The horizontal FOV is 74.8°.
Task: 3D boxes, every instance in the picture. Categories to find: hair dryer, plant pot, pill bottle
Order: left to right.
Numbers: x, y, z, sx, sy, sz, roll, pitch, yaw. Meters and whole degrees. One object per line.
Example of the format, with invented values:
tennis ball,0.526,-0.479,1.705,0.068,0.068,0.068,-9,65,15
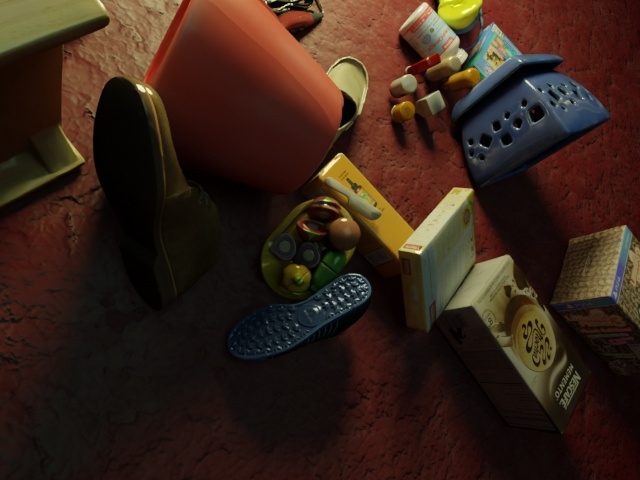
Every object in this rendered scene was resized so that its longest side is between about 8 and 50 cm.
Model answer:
plant pot,-0.118,-0.203,0.609,0.243,0.275,0.275,27,63,-31
hair dryer,-0.069,-0.419,0.794,0.224,0.080,0.293,3,74,-29
pill bottle,0.270,-0.473,0.995,0.160,0.087,0.087,39,60,-13
plant pot,0.460,-0.284,0.961,0.236,0.236,0.212,-21,81,-36

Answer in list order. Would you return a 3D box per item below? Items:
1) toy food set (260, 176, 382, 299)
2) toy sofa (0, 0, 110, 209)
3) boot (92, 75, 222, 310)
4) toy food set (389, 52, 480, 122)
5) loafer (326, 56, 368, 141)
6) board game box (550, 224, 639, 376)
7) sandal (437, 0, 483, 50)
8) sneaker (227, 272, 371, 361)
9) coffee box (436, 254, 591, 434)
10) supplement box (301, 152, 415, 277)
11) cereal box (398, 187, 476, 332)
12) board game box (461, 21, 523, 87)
toy food set,0.000,0.000,0.663,0.128,0.071,0.218,41,83,-9
toy sofa,-0.339,-0.162,0.399,0.150,0.362,0.177,-44,105,-31
boot,-0.190,-0.055,0.518,0.112,0.305,0.115,32,45,26
toy food set,0.233,-0.347,0.951,0.232,0.104,0.111,-35,107,-15
loafer,0.034,-0.259,0.794,0.102,0.092,0.268,33,62,-17
board game box,0.744,0.154,1.035,0.291,0.141,0.232,43,59,-12
sandal,0.358,-0.610,1.085,0.138,0.126,0.317,53,41,-48
sneaker,-0.025,0.132,0.651,0.232,0.090,0.081,-21,58,-10
coffee box,0.375,0.203,0.827,0.168,0.119,0.297,-39,95,-33
supplement box,0.079,-0.041,0.763,0.233,0.080,0.078,47,58,-11
cereal box,0.225,0.029,0.778,0.240,0.047,0.173,-40,129,-39
board game box,0.476,-0.466,1.131,0.160,0.047,0.210,39,60,-14
